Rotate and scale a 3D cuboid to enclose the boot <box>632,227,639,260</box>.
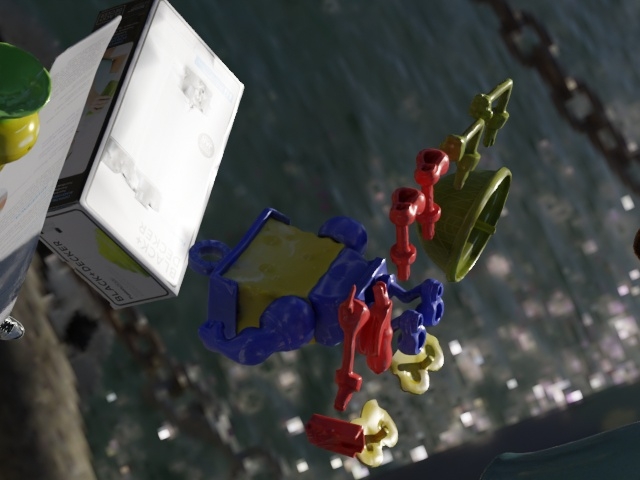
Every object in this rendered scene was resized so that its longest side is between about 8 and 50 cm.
[{"bbox_3d":[0.285,0.010,1.201,0.197,0.152,0.073,118,-27,-81],"label":"boot"}]

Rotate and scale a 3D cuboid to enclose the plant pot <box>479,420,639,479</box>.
[{"bbox_3d":[0.243,0.245,1.252,0.271,0.255,0.271,-1,90,-67],"label":"plant pot"}]

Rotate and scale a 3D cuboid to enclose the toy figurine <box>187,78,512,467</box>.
[{"bbox_3d":[0.000,0.000,1.448,0.362,0.217,0.191,-55,148,-45],"label":"toy figurine"}]

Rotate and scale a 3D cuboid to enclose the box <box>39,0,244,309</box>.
[{"bbox_3d":[-0.191,-0.094,1.859,0.169,0.087,0.290,48,44,-37],"label":"box"}]

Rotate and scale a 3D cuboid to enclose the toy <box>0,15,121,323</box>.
[{"bbox_3d":[-0.176,-0.006,0.814,0.056,0.237,0.137,40,48,5],"label":"toy"}]

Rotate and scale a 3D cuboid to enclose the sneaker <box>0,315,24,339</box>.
[{"bbox_3d":[-0.397,0.103,2.183,0.083,0.037,0.032,30,81,-35],"label":"sneaker"}]
